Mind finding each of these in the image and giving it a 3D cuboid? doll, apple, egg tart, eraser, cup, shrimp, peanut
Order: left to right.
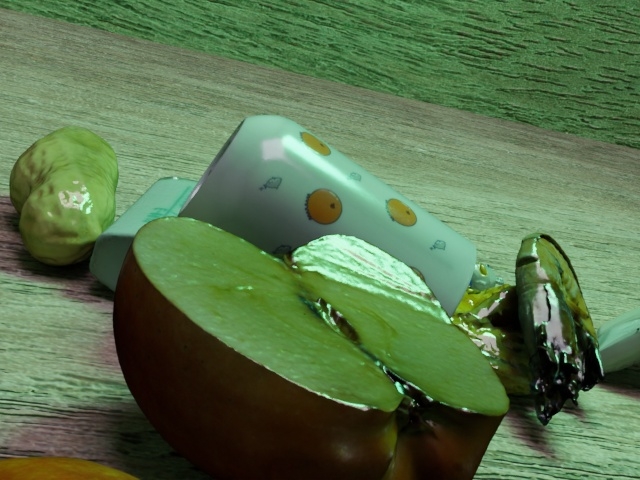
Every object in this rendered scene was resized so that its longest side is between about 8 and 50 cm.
[{"bbox_3d":[-0.353,-0.061,1.492,0.148,0.147,0.319,12,25,-15],"label":"peanut"},{"bbox_3d":[-0.181,0.007,1.479,0.189,0.104,0.290,25,18,-2],"label":"eraser"},{"bbox_3d":[-0.007,0.107,1.038,0.329,0.295,0.365,-31,42,-14],"label":"apple"},{"bbox_3d":[0.000,0.000,1.312,0.317,0.212,0.212,36,15,-9],"label":"cup"},{"bbox_3d":[0.193,0.054,1.749,0.227,0.057,0.114,6,16,-24],"label":"doll"},{"bbox_3d":[0.223,0.110,1.507,0.297,0.132,0.297,14,12,-3],"label":"egg tart"},{"bbox_3d":[0.313,0.125,1.412,0.178,0.075,0.289,36,34,-36],"label":"shrimp"},{"bbox_3d":[0.507,0.127,1.601,0.059,0.243,0.204,64,26,0],"label":"eraser"}]

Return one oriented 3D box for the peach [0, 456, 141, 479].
[{"bbox_3d":[-0.144,0.237,0.646,0.243,0.199,0.243,22,6,-2],"label":"peach"}]
